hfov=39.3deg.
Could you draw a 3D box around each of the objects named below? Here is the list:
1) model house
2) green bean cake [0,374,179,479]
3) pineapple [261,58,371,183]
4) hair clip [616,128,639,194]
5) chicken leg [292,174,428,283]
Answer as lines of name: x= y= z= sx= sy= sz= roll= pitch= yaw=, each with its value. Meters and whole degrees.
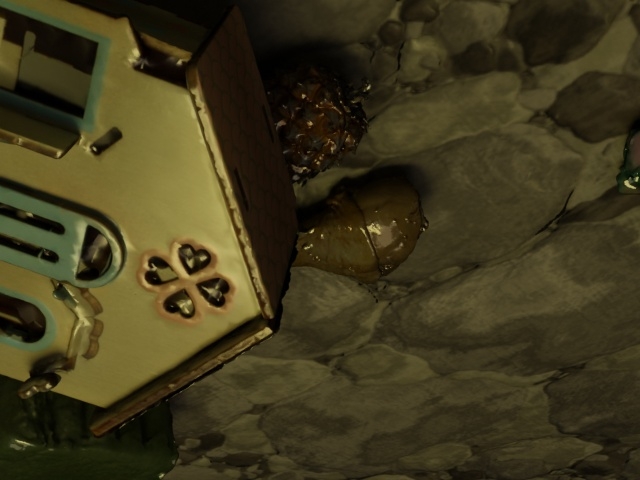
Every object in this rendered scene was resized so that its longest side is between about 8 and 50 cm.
model house: x=-0.137 y=0.000 z=0.560 sx=0.244 sy=0.169 sz=0.326 roll=18 pitch=118 yaw=-6
green bean cake: x=-0.295 y=0.224 z=0.984 sx=0.222 sy=0.125 sz=0.227 roll=-34 pitch=137 yaw=29
pineapple: x=-0.060 y=-0.066 z=0.659 sx=0.221 sy=0.103 sz=0.083 roll=-22 pitch=106 yaw=21
hair clip: x=0.305 y=-0.148 z=0.639 sx=0.110 sy=0.095 sz=0.359 roll=23 pitch=138 yaw=19
chicken leg: x=0.000 y=0.003 z=0.784 sx=0.197 sy=0.069 sz=0.085 roll=-14 pitch=141 yaw=21
